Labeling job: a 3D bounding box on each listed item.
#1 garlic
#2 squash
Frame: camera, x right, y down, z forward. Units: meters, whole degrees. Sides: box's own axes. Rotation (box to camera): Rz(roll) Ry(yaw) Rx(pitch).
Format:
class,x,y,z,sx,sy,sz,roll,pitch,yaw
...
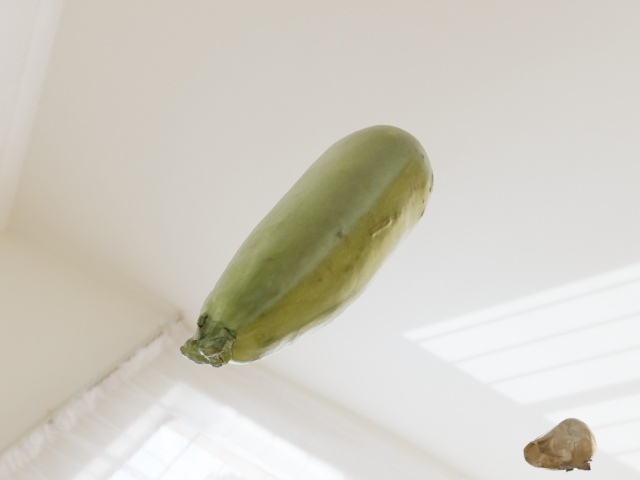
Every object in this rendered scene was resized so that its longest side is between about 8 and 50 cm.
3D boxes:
class,x,y,z,sx,sy,sz,roll,pitch,yaw
garlic,0.327,0.269,1.095,0.152,0.084,0.066,10,-109,-52
squash,0.003,0.006,0.733,0.370,0.118,0.118,-50,-15,-47
